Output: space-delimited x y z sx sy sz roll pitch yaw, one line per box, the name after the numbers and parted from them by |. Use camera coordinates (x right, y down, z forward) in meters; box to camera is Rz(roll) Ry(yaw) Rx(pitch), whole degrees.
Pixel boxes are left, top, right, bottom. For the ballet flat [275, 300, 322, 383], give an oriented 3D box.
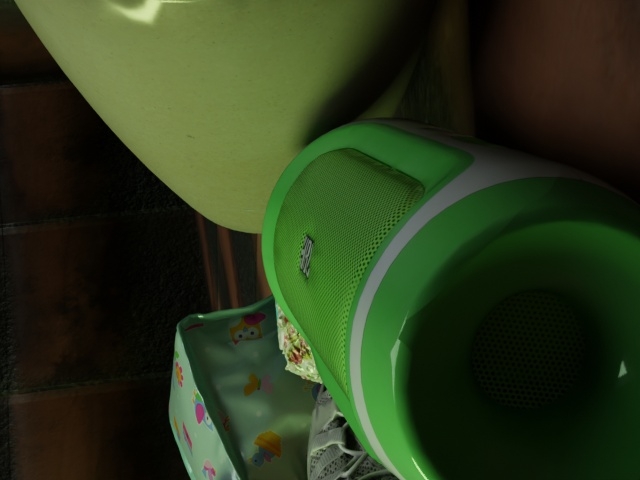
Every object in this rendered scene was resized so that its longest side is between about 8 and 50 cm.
0.000 0.000 1.071 0.077 0.091 0.240 -4 98 51 | ballet flat

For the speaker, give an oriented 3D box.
0.050 0.018 0.546 0.296 0.131 0.131 -137 41 -76 | speaker

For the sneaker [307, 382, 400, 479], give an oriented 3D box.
0.030 0.138 0.825 0.281 0.105 0.115 -128 32 -75 | sneaker

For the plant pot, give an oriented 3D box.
-0.041 -0.133 0.730 0.274 0.257 0.256 80 178 -55 | plant pot

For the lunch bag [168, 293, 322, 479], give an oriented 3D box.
-0.039 0.209 1.175 0.223 0.160 0.262 108 143 -62 | lunch bag
